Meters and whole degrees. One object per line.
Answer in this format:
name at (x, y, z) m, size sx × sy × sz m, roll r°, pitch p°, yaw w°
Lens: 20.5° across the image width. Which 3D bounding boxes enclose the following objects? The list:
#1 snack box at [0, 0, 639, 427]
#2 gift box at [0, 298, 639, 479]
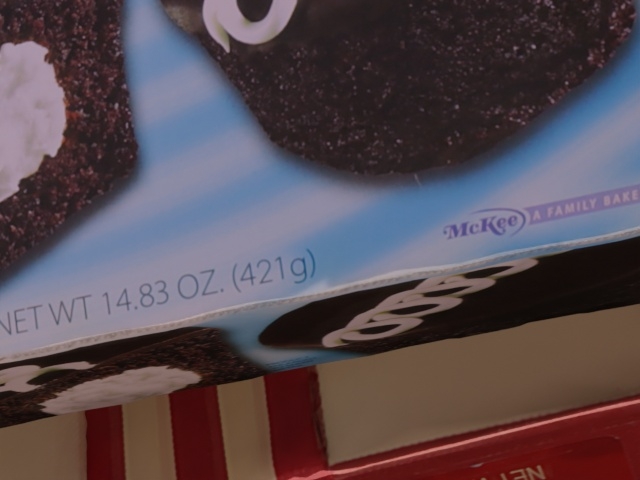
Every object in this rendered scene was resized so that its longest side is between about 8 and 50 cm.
snack box at (-0.087, -0.053, 0.394) m, size 0.322 × 0.060 × 0.187 m, roll -12°, pitch 72°, yaw 11°
gift box at (0.000, 0.000, 0.520) m, size 0.255 × 0.258 × 0.276 m, roll -12°, pitch 142°, yaw 8°
